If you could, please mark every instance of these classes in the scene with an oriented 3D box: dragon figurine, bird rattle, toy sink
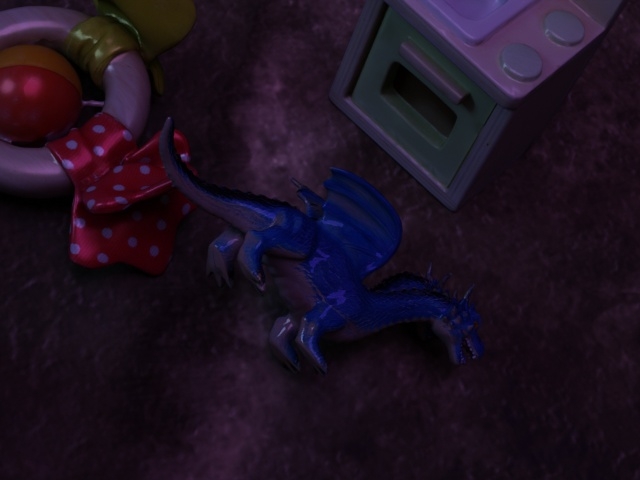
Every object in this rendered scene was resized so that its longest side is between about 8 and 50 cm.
[{"bbox_3d":[0.000,0.000,1.025,0.144,0.085,0.289,-44,105,-22],"label":"dragon figurine"},{"bbox_3d":[-0.190,-0.096,1.077,0.207,0.143,0.253,2,72,-1],"label":"bird rattle"},{"bbox_3d":[0.121,-0.159,1.108,0.153,0.234,0.131,44,58,11],"label":"toy sink"}]
